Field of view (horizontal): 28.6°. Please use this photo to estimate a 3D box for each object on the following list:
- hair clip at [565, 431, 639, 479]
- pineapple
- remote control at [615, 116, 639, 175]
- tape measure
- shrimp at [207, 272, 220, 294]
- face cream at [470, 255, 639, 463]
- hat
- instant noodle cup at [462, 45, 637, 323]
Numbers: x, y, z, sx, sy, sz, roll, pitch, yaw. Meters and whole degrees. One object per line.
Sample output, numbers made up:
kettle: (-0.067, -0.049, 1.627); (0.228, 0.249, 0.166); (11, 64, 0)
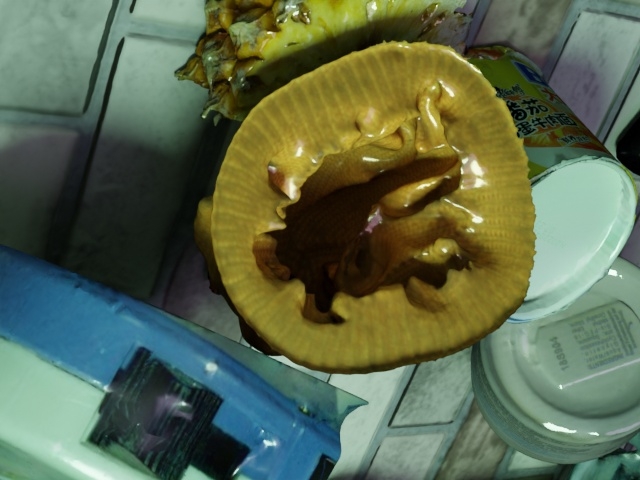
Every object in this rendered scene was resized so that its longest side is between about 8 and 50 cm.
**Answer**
hair clip: (0.311, 0.371, 1.379); (0.238, 0.392, 0.318); (-45, 140, -32)
pineapple: (0.012, -0.170, 0.885); (0.233, 0.079, 0.135); (-20, 141, -27)
remote control: (0.439, -0.202, 1.152); (0.144, 0.062, 0.399); (24, 108, -44)
tape measure: (-0.147, 0.105, 0.835); (0.262, 0.259, 0.138); (31, 77, -47)
shrimp: (-0.048, 0.036, 1.041); (0.091, 0.025, 0.127); (-23, 129, -17)
face cream: (0.227, 0.107, 1.139); (0.177, 0.177, 0.153); (-33, 165, -8)
hat: (0.000, 0.000, 0.921); (0.233, 0.233, 0.244); (16, 71, -20)
instant noodle cup: (0.147, -0.036, 1.025); (0.205, 0.153, 0.205); (-17, 131, -20)
